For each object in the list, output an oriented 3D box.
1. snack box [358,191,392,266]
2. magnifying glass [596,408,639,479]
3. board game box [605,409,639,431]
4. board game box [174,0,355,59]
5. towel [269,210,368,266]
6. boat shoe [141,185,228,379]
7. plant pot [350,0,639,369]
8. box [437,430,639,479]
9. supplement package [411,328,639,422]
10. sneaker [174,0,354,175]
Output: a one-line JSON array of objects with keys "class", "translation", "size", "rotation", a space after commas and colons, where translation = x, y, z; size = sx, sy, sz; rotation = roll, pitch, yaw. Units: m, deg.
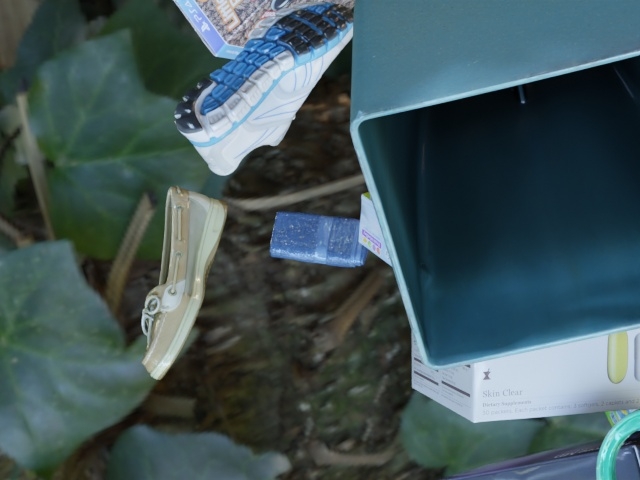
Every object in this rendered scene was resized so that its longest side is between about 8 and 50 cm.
[{"class": "snack box", "translation": [0.175, -0.013, 1.434], "size": [0.174, 0.207, 0.070], "rotation": [39, 134, 47]}, {"class": "magnifying glass", "translation": [0.239, 0.236, 0.955], "size": [0.092, 0.026, 0.231], "rotation": [14, 101, 35]}, {"class": "board game box", "translation": [0.531, 0.273, 1.953], "size": [0.142, 0.144, 0.275], "rotation": [103, 142, -80]}, {"class": "board game box", "translation": [-0.041, -0.412, 1.915], "size": [0.291, 0.232, 0.141], "rotation": [-43, 72, 24]}, {"class": "towel", "translation": [0.000, 0.000, 1.576], "size": [0.119, 0.067, 0.029], "rotation": [8, 146, 9]}, {"class": "boat shoe", "translation": [-0.110, 0.030, 0.954], "size": [0.048, 0.153, 0.056], "rotation": [21, 153, -11]}, {"class": "plant pot", "translation": [0.106, -0.085, 0.681], "size": [0.165, 0.234, 0.165], "rotation": [-13, 130, 7]}, {"class": "box", "translation": [0.337, 0.327, 1.519], "size": [0.296, 0.294, 0.183], "rotation": [-20, 78, 40]}, {"class": "supplement package", "translation": [0.264, 0.118, 1.538], "size": [0.204, 0.261, 0.145], "rotation": [-165, 72, -73]}, {"class": "sneaker", "translation": [-0.039, -0.129, 1.099], "size": [0.071, 0.190, 0.083], "rotation": [34, 158, 40]}]
